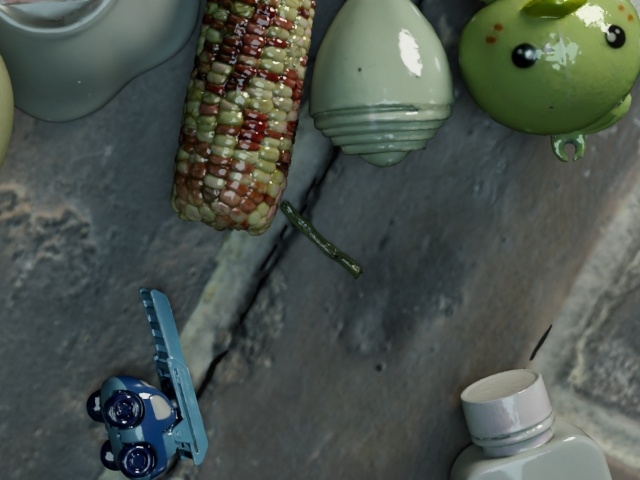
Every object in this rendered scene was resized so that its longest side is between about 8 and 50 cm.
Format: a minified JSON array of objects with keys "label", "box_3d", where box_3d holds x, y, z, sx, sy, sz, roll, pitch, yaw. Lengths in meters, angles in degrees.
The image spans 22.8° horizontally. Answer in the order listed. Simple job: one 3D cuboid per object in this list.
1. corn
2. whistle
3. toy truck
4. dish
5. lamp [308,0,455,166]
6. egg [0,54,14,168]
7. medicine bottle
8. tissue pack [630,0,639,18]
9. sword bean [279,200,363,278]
[{"label":"corn","box_3d":[-0.049,-0.129,1.133,0.086,0.086,0.253,10,95,-9]},{"label":"whistle","box_3d":[0.150,-0.200,1.116,0.141,0.141,0.294,-14,105,-5]},{"label":"toy truck","box_3d":[-0.134,0.109,1.173,0.074,0.063,0.136,-18,100,-24]},{"label":"dish","box_3d":[-0.190,-0.195,1.106,0.229,0.081,0.229,-1,99,-8]},{"label":"lamp","box_3d":[0.040,-0.149,1.138,0.106,0.106,0.193,-4,89,-7]},{"label":"egg","box_3d":[-0.333,-0.066,1.038,0.269,0.219,0.219,-17,101,13]},{"label":"medicine bottle","box_3d":[0.163,0.195,1.217,0.119,0.069,0.183,-18,102,-3]},{"label":"tissue pack","box_3d":[0.222,-0.191,1.187,0.056,0.023,0.108,-23,101,-2]},{"label":"sword bean","box_3d":[0.000,0.000,1.196,0.083,0.012,0.012,42,92,-12]}]
